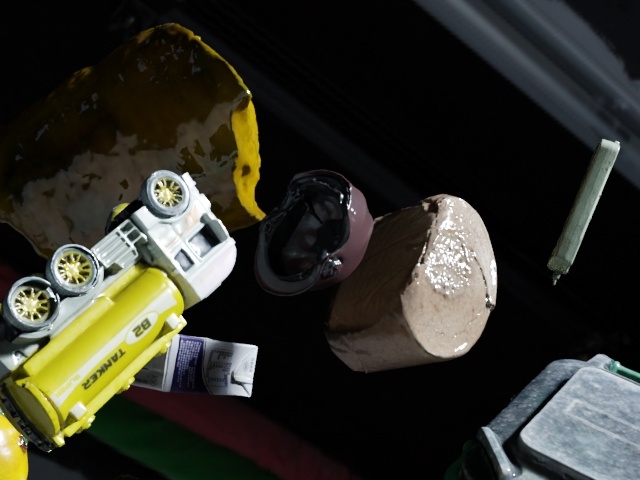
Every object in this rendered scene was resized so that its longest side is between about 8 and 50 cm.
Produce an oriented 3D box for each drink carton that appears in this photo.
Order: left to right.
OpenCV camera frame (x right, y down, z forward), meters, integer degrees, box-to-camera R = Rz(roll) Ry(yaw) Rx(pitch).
[{"bbox_3d":[-0.234,0.215,1.661,0.134,0.102,0.222,0,-9,39],"label":"drink carton"}]

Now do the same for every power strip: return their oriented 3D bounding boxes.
[{"bbox_3d":[0.365,-0.041,1.322,0.029,0.227,0.080,23,-9,9],"label":"power strip"}]

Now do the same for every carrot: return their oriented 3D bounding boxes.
[{"bbox_3d":[-0.196,-0.093,1.048,0.340,0.241,0.241,-25,-54,14],"label":"carrot"}]

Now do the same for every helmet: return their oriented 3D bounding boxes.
[{"bbox_3d":[0.000,0.000,0.861,0.098,0.123,0.070,32,5,41],"label":"helmet"}]

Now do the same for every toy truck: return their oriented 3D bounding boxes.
[{"bbox_3d":[-0.164,0.050,0.728,0.114,0.227,0.098,50,-37,-8],"label":"toy truck"}]

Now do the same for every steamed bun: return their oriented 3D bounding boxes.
[{"bbox_3d":[0.161,0.087,1.535,0.199,0.301,0.251,40,-37,-18],"label":"steamed bun"}]

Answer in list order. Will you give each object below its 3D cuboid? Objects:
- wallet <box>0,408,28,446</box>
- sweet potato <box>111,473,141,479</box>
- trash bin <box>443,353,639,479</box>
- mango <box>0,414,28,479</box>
[{"bbox_3d":[-0.491,0.316,1.286,0.160,0.236,0.055,33,-56,-26],"label":"wallet"},{"bbox_3d":[-0.291,0.442,1.578,0.062,0.081,0.233,11,-15,22],"label":"sweet potato"},{"bbox_3d":[0.255,0.326,0.890,0.259,0.295,0.381,24,-59,28],"label":"trash bin"},{"bbox_3d":[-0.441,0.244,0.988,0.262,0.109,0.157,-8,-79,-7],"label":"mango"}]
